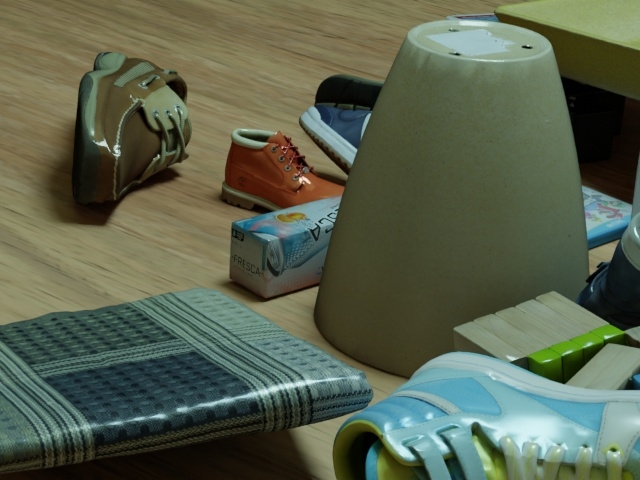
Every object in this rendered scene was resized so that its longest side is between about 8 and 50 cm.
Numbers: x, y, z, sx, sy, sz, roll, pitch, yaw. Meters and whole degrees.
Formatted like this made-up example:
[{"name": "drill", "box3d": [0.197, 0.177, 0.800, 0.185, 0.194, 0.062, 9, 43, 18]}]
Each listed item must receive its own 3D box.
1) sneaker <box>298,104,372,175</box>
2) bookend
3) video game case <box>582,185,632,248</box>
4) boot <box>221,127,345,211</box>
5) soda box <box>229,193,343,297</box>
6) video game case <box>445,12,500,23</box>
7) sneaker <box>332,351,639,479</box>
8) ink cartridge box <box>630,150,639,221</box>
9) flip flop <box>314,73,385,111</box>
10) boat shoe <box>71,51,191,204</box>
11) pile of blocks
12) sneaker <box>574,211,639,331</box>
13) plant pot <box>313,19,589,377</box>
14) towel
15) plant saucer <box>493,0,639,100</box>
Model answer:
[{"name": "sneaker", "box3d": [0.104, -0.109, 1.922, 0.282, 0.153, 0.099, 38, -2, 46]}, {"name": "bookend", "box3d": [0.308, -0.150, 2.175, 0.156, 0.072, 0.157, -8, 26, -27]}, {"name": "video game case", "box3d": [0.257, -0.035, 1.970, 0.119, 0.015, 0.166, -17, 30, -40]}, {"name": "boot", "box3d": [-0.030, -0.068, 1.917, 0.158, 0.085, 0.059, 15, 24, 21]}, {"name": "soda box", "box3d": [0.000, 0.000, 1.784, 0.183, 0.063, 0.058, -16, 29, -39]}, {"name": "video game case", "box3d": [0.311, -0.257, 2.334, 0.204, 0.025, 0.285, -6, 17, -22]}, {"name": "sneaker", "box3d": [0.149, 0.180, 1.309, 0.319, 0.127, 0.208, 9, 19, 37]}, {"name": "ink cartridge box", "box3d": [0.481, -0.028, 1.859, 0.273, 0.114, 0.197, -4, 23, -19]}, {"name": "flip flop", "box3d": [0.095, -0.119, 2.053, 0.080, 0.112, 0.277, 4, 12, -38]}, {"name": "boat shoe", "box3d": [-0.198, -0.129, 1.991, 0.120, 0.123, 0.324, 6, 23, -2]}, {"name": "pile of blocks", "box3d": [0.271, 0.142, 1.443, 0.362, 0.113, 0.149, 11, 29, 37]}, {"name": "sneaker", "box3d": [0.320, 0.035, 1.603, 0.226, 0.163, 0.086, -8, 51, -32]}, {"name": "plant pot", "box3d": [0.128, -0.049, 1.652, 0.256, 0.274, 0.256, 3, 23, -1]}, {"name": "towel", "box3d": [-0.162, 0.112, 1.467, 0.312, 0.056, 0.324, -9, 15, -22]}, {"name": "plant saucer", "box3d": [0.418, -0.224, 2.086, 0.332, 0.081, 0.333, -12, 20, -24]}]
